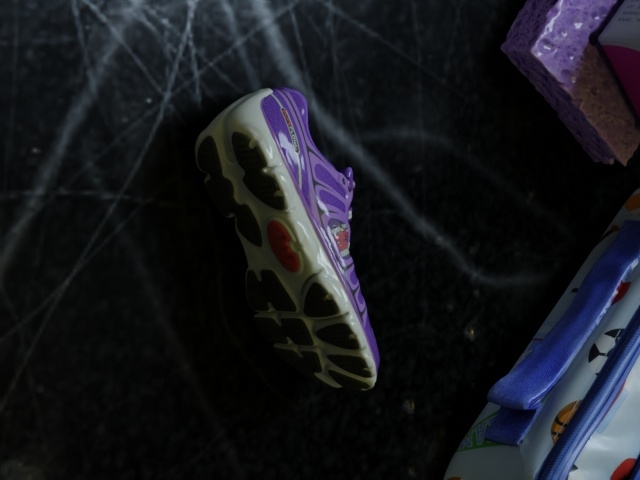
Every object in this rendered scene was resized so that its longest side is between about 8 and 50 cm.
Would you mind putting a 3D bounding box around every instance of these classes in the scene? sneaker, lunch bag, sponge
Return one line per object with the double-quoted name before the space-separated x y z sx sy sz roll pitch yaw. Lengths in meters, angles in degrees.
"sneaker" 0.000 0.000 0.965 0.071 0.068 0.170 -38 120 -39
"lunch bag" 0.210 0.121 1.145 0.303 0.115 0.243 -54 125 -24
"sponge" 0.188 -0.163 1.136 0.117 0.031 0.210 42 68 -39

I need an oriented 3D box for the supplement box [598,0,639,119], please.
"supplement box" 0.278 -0.152 1.123 0.220 0.114 0.111 -53 130 -25
